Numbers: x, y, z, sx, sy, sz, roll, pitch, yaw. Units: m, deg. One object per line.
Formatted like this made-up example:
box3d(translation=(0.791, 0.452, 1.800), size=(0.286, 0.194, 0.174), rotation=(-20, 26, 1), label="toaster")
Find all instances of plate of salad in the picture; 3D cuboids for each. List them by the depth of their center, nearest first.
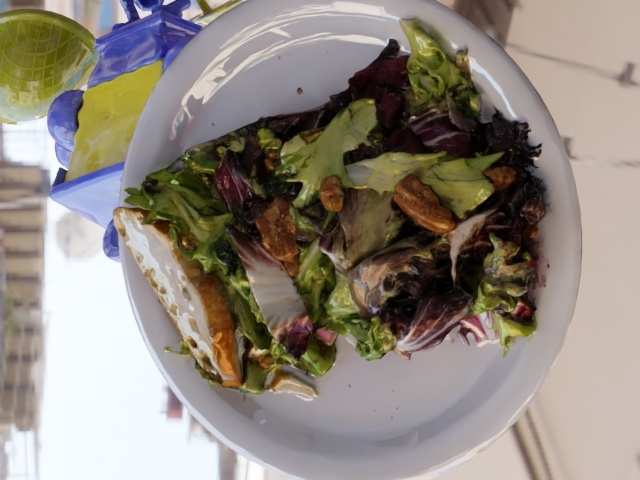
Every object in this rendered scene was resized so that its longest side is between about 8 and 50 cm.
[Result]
box3d(translation=(0.000, 0.000, 0.525), size=(0.199, 0.200, 0.048), rotation=(27, -164, 22), label="plate of salad")

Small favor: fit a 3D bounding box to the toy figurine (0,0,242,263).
box3d(translation=(-0.156, -0.088, 0.908), size=(0.191, 0.362, 0.217), rotation=(23, -119, -47), label="toy figurine")
